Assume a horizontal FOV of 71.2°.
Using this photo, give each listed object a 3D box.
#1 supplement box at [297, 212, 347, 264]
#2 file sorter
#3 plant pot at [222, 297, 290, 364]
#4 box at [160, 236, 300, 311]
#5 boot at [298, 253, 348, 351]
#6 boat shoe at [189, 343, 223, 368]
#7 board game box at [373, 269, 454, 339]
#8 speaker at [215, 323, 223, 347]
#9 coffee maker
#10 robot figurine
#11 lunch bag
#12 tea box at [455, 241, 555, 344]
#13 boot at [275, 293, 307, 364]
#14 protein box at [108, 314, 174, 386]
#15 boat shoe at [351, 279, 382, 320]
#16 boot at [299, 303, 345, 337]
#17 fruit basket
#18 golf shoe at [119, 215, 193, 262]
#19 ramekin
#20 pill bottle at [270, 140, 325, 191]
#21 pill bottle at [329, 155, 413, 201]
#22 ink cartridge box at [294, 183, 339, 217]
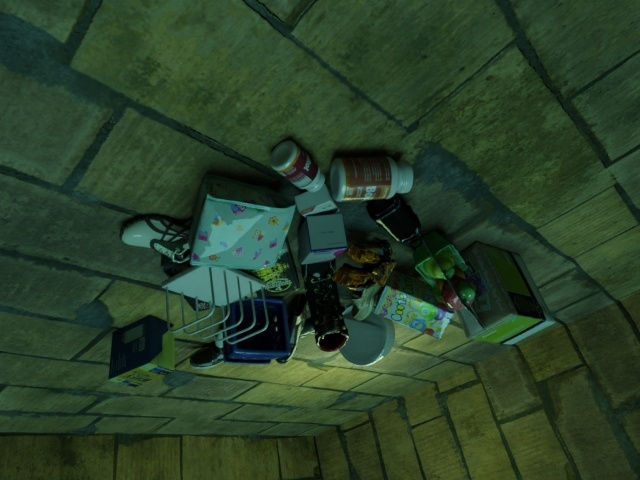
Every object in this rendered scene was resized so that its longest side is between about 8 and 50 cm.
[{"bbox_3d":[0.000,0.000,1.389,0.111,0.114,0.220,-6,167,-12],"label":"supplement box"},{"bbox_3d":[-0.316,0.204,1.391,0.192,0.173,0.277,-25,150,20],"label":"file sorter"},{"bbox_3d":[-0.272,0.370,1.787,0.235,0.236,0.212,8,147,-26],"label":"plant pot"},{"bbox_3d":[-0.285,0.097,1.506,0.394,0.097,0.318,-11,144,-1],"label":"box"},{"bbox_3d":[0.013,0.206,1.596,0.138,0.284,0.378,-9,144,-8],"label":"boot"},{"bbox_3d":[-0.451,0.501,2.022,0.285,0.103,0.092,-9,140,-13],"label":"boat shoe"},{"bbox_3d":[0.371,0.247,1.770,0.275,0.144,0.142,21,120,4],"label":"board game box"},{"bbox_3d":[-0.421,0.413,1.941,0.055,0.055,0.136,2,142,-22],"label":"speaker"},{"bbox_3d":[0.235,-0.076,1.378,0.120,0.171,0.178,-51,140,5],"label":"coffee maker"},{"bbox_3d":[0.169,0.098,1.592,0.291,0.085,0.211,11,110,-52],"label":"robot figurine"},{"bbox_3d":[-0.213,-0.039,1.238,0.262,0.160,0.224,9,118,-24],"label":"lunch bag"},{"bbox_3d":[0.711,0.220,1.820,0.323,0.329,0.220,15,136,-34],"label":"tea box"},{"bbox_3d":[-0.120,0.360,1.829,0.090,0.249,0.207,19,140,5],"label":"boot"},{"bbox_3d":[-0.695,0.435,1.748,0.201,0.200,0.136,-25,144,16],"label":"protein box"},{"bbox_3d":[0.171,0.219,1.833,0.098,0.109,0.302,5,136,-16],"label":"boat shoe"},{"bbox_3d":[-0.012,0.354,1.983,0.189,0.076,0.208,-6,154,-36],"label":"boot"},{"bbox_3d":[0.483,0.142,1.616,0.165,0.353,0.327,-39,140,10],"label":"fruit basket"},{"bbox_3d":[-0.439,0.000,1.298,0.272,0.120,0.105,-1,145,-16],"label":"golf shoe"},{"bbox_3d":[0.209,0.414,1.993,0.272,0.273,0.127,-35,152,28],"label":"ramekin"},{"bbox_3d":[-0.056,-0.191,1.188,0.086,0.086,0.152,-30,143,22],"label":"pill bottle"},{"bbox_3d":[0.141,-0.173,1.249,0.215,0.121,0.121,-4,144,-13],"label":"pill bottle"},{"bbox_3d":[-0.008,-0.108,1.309,0.099,0.056,0.135,-20,168,9],"label":"ink cartridge box"}]
